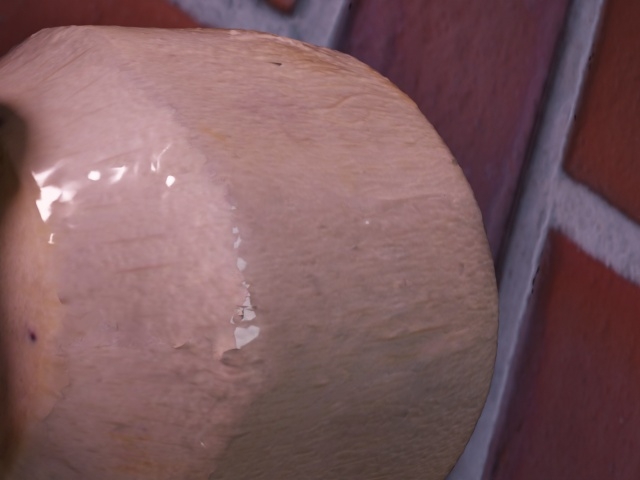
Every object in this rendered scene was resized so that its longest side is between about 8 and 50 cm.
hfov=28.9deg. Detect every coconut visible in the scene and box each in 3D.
[{"bbox_3d":[-0.051,0.029,0.540,0.247,0.245,0.244,3,87,-41],"label":"coconut"}]
